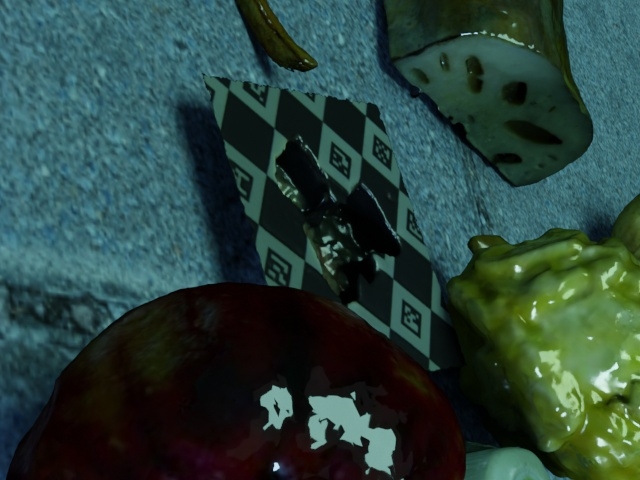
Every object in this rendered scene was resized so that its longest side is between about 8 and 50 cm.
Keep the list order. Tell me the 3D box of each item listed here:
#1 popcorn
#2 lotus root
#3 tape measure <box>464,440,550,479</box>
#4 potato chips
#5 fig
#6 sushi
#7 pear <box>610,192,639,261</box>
[{"bbox_3d":[0.210,0.090,1.013,0.266,0.192,0.233,51,-3,43],"label":"popcorn"},{"bbox_3d":[0.190,-0.237,1.266,0.267,0.149,0.260,38,42,-45],"label":"lotus root"},{"bbox_3d":[0.122,0.245,0.887,0.235,0.115,0.207,18,57,-62],"label":"tape measure"},{"bbox_3d":[-0.058,-0.223,0.975,0.204,0.037,0.026,67,20,9],"label":"potato chips"},{"bbox_3d":[-0.038,0.125,0.608,0.263,0.224,0.224,-15,84,-66],"label":"fig"},{"bbox_3d":[0.000,0.000,0.909,0.219,0.047,0.231,1,67,-53],"label":"sushi"},{"bbox_3d":[0.467,0.038,1.451,0.271,0.271,0.271,36,43,-42],"label":"pear"}]
